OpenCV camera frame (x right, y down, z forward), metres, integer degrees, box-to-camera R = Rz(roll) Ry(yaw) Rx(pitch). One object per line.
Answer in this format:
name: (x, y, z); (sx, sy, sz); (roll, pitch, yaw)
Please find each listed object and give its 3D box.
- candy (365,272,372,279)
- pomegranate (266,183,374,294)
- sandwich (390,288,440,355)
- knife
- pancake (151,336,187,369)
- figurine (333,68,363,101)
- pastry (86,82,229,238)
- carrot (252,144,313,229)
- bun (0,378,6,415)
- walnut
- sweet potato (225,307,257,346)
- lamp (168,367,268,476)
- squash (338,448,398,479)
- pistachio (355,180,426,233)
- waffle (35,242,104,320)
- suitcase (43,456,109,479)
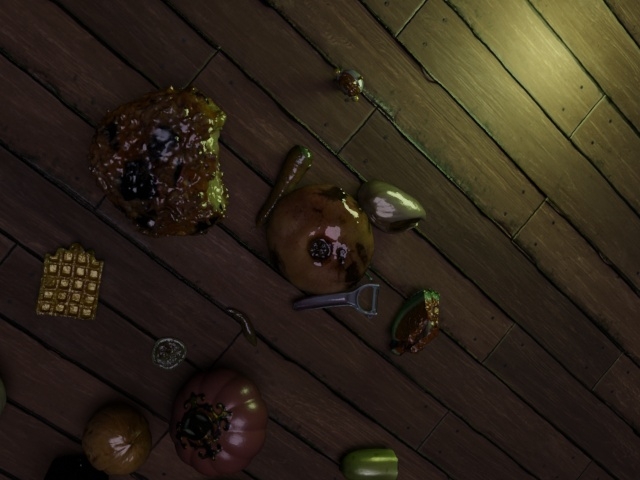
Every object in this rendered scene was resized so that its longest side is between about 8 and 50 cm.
candy: (0.127, 0.092, 1.817); (0.058, 0.194, 0.062); (27, 93, -15)
pomegranate: (0.000, 0.000, 1.725); (0.322, 0.322, 0.322); (-3, 102, -15)
sandwich: (0.294, 0.271, 1.929); (0.079, 0.159, 0.235); (30, 112, -24)
knife: (0.045, 0.197, 1.892); (0.278, 0.053, 0.123); (-3, 107, -14)
pancake: (-0.451, 0.338, 1.805); (0.108, 0.017, 0.108); (-2, 99, -12)
figurine: (0.079, -0.441, 1.717); (0.068, 0.143, 0.101); (-40, 85, -3)
pastry: (-0.412, -0.195, 1.565); (0.337, 0.292, 0.405); (0, 111, -4)
carrot: (-0.119, -0.143, 1.775); (0.078, 0.078, 0.298); (30, 98, -19)
bun: (-0.969, 0.415, 1.609); (0.259, 0.152, 0.259); (0, 89, -15)
walnut: (-0.570, 0.564, 1.715); (0.195, 0.221, 0.195); (7, 77, -30)
sweet potato: (-0.229, 0.259, 1.839); (0.041, 0.038, 0.153); (-41, 108, -28)
lamp: (-0.288, 0.527, 1.774); (0.305, 0.239, 0.305); (-4, 79, 21)
squash: (0.152, 0.749, 2.009); (0.186, 0.123, 0.123); (7, 100, -13)
pistachio: (0.210, -0.099, 1.833); (0.238, 0.138, 0.153); (26, 60, -19)
waffle: (-0.688, 0.107, 1.671); (0.160, 0.055, 0.211); (8, 100, -18)
suitcase: (-0.691, 0.794, 1.665); (0.188, 0.345, 0.339); (-1, 102, -10)
